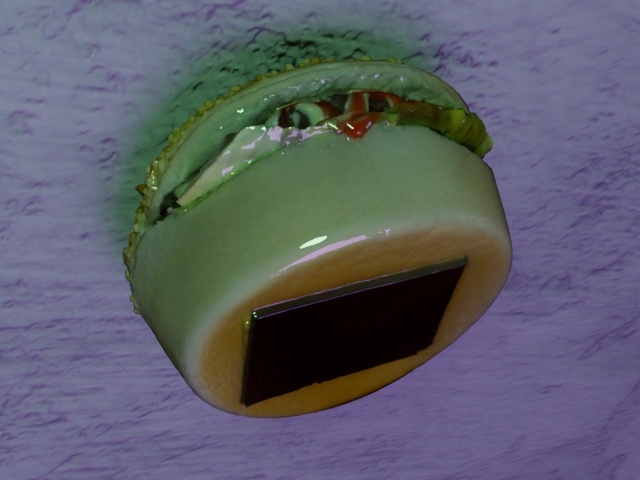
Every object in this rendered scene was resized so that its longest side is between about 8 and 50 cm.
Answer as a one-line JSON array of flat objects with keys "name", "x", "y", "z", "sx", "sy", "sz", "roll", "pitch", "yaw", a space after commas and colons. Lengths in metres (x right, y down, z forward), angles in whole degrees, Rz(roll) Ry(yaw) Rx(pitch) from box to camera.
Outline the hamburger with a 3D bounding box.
[{"name": "hamburger", "x": 0.000, "y": 0.000, "z": 0.863, "sx": 0.302, "sy": 0.170, "sz": 0.302, "roll": -18, "pitch": 149, "yaw": -11}]
